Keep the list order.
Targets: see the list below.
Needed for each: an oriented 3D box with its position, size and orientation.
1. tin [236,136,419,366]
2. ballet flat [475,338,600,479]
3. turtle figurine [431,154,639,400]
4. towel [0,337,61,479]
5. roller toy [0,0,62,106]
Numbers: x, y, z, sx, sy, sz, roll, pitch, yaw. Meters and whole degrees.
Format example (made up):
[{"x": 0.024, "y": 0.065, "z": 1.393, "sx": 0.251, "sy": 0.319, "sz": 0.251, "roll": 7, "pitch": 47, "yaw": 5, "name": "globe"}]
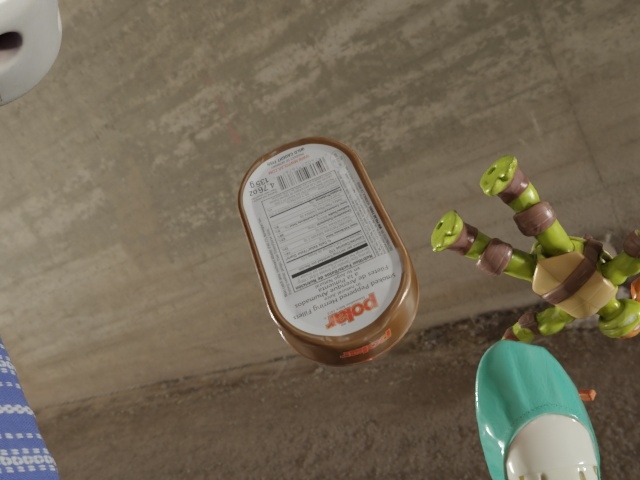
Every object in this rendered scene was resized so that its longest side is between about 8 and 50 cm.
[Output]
[{"x": 0.000, "y": 0.000, "z": 0.451, "sx": 0.106, "sy": 0.040, "sz": 0.189, "roll": -26, "pitch": 55, "yaw": 4, "name": "tin"}, {"x": 0.171, "y": 0.193, "z": 0.440, "sx": 0.083, "sy": 0.247, "sz": 0.087, "roll": -13, "pitch": 7, "yaw": 1, "name": "ballet flat"}, {"x": 0.226, "y": 0.019, "z": 0.558, "sx": 0.269, "sy": 0.217, "sz": 0.087, "roll": -48, "pitch": 6, "yaw": 40, "name": "turtle figurine"}, {"x": -0.258, "y": 0.070, "z": 0.292, "sx": 0.040, "sy": 0.336, "sz": 0.243, "roll": -49, "pitch": -33, "yaw": 12, "name": "towel"}, {"x": -0.328, "y": -0.211, "z": 0.528, "sx": 0.146, "sy": 0.191, "sz": 0.209, "roll": 132, "pitch": 159, "yaw": -65, "name": "roller toy"}]
